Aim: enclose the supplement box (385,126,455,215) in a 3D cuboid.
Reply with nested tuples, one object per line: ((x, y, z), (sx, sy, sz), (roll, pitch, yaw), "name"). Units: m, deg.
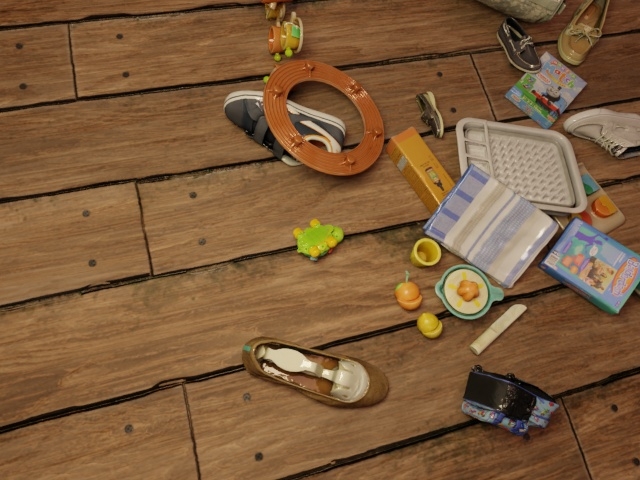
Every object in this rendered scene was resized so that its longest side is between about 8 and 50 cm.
((0.271, -0.180, 1.245), (0.078, 0.080, 0.233), (-29, 77, -16), "supplement box")

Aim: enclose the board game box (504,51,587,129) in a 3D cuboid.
((0.679, -0.453, 1.420), (0.160, 0.039, 0.211), (42, 70, 7), "board game box")

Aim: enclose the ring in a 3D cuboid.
((0.019, -0.316, 1.175), (0.336, 0.032, 0.337), (11, 63, -22), "ring")

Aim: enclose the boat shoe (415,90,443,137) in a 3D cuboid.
((0.304, -0.350, 1.322), (0.049, 0.056, 0.152), (-9, 64, -6), "boat shoe")

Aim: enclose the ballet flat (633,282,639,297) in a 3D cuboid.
((0.891, 0.142, 1.233), (0.077, 0.091, 0.241), (-33, 82, -40), "ballet flat")

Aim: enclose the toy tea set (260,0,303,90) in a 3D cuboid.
((-0.131, -0.563, 1.250), (0.124, 0.200, 0.336), (-4, 78, -19), "toy tea set")

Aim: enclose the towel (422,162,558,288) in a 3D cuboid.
((0.420, -0.029, 1.159), (0.285, 0.034, 0.209), (32, 104, -11), "towel")

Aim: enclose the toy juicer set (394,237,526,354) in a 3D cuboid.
((0.334, 0.156, 1.135), (0.329, 0.089, 0.209), (32, 70, 2), "toy juicer set")

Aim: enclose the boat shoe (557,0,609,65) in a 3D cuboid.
((0.836, -0.679, 1.492), (0.104, 0.089, 0.285), (26, 70, 0), "boat shoe")

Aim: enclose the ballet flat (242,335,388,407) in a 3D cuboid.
((-0.005, 0.283, 1.021), (0.342, 0.124, 0.116), (20, 70, -2), "ballet flat")

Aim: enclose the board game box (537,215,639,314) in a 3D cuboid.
((0.698, 0.062, 1.208), (0.210, 0.047, 0.160), (37, 84, 16), "board game box")

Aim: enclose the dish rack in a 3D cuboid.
((0.520, -0.188, 1.264), (0.332, 0.072, 0.286), (7, 58, -4), "dish rack")

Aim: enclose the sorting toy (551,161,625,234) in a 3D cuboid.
((0.723, -0.101, 1.308), (0.193, 0.038, 0.208), (-25, 77, -16), "sorting toy")

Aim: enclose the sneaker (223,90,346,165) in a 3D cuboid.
((-0.096, -0.277, 1.194), (0.321, 0.126, 0.128), (13, 64, -6), "sneaker")

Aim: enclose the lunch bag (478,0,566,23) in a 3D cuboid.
((0.575, -0.787, 1.396), (0.305, 0.213, 0.256), (22, 48, -2), "lunch bag")

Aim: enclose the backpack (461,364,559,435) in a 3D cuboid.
((0.427, 0.365, 1.051), (0.173, 0.158, 0.117), (25, 78, -12), "backpack")

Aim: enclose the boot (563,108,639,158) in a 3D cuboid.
((0.837, -0.302, 1.361), (0.258, 0.095, 0.123), (-2, 65, -11), "boot")

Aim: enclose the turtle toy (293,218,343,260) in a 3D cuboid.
((0.000, 0.000, 1.147), (0.130, 0.066, 0.095), (-28, 55, -19), "turtle toy")

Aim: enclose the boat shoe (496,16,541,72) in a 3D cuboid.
((0.601, -0.590, 1.421), (0.075, 0.065, 0.206), (-18, 64, -7), "boat shoe")
